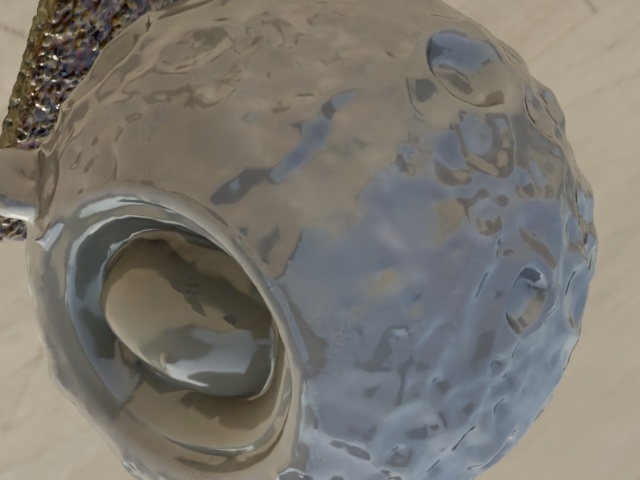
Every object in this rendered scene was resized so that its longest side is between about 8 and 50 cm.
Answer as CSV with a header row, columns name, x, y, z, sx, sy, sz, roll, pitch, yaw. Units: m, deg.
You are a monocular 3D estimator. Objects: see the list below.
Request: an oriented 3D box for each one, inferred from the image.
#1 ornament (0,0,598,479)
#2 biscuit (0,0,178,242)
name,x,y,z,sx,sy,sz,roll,pitch,yaw
ornament,0.000,0.000,1.018,0.337,0.337,0.337,-33,165,-10
biscuit,-0.170,-0.098,1.239,0.131,0.025,0.231,-13,135,-46
